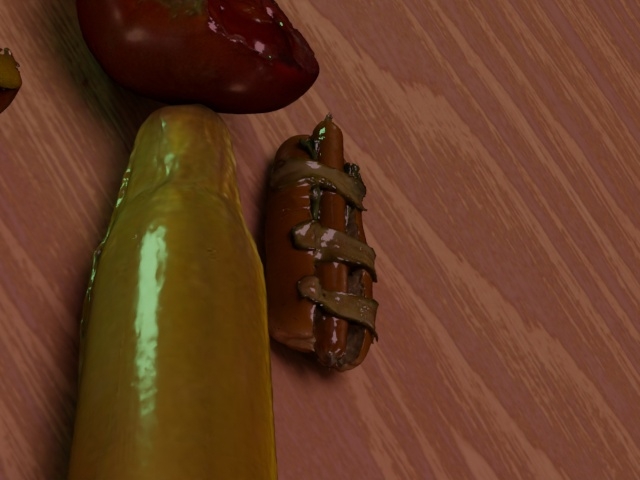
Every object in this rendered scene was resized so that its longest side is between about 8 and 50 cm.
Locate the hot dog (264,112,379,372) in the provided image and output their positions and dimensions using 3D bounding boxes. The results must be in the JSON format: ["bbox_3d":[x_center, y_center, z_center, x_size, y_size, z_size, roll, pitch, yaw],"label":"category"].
[{"bbox_3d":[0.000,0.000,1.572,0.109,0.072,0.269,27,45,-34],"label":"hot dog"}]

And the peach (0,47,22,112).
[{"bbox_3d":[-0.282,-0.128,1.377,0.098,0.061,0.098,32,20,-13],"label":"peach"}]

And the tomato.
[{"bbox_3d":[-0.122,-0.182,1.515,0.233,0.139,0.200,51,18,12],"label":"tomato"}]

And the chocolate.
[{"bbox_3d":[-0.105,0.081,1.346,0.162,0.162,0.445,29,39,-29],"label":"chocolate"}]
